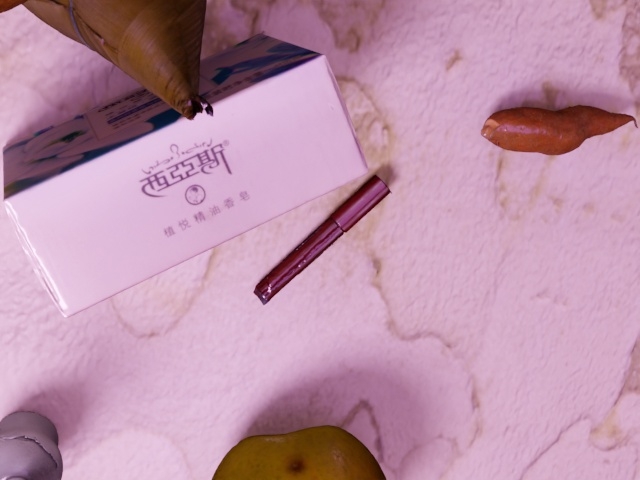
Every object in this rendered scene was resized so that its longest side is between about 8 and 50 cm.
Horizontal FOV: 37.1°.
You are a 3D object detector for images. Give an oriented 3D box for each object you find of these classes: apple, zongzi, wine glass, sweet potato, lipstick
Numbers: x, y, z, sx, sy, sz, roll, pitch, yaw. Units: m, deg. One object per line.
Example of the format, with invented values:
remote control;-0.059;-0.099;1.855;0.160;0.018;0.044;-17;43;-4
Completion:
apple;-0.020;0.270;0.965;0.196;0.196;0.156;-4;77;-16
zongzi;-0.111;-0.233;0.767;0.228;0.256;0.115;-50;146;-3
wine glass;-0.274;0.224;0.863;0.079;0.195;0.079;-3;104;-13
sweet potato;0.257;-0.119;1.015;0.195;0.056;0.056;-8;107;-20
lipstick;0.000;0.000;0.981;0.176;0.027;0.027;-42;112;-1

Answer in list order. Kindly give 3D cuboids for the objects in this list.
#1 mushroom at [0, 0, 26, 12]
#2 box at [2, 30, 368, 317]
mushroom;-0.276;-0.319;0.652;0.260;0.345;0.345;4;104;-34
box;-0.126;-0.070;0.825;0.274;0.203;0.116;-26;112;-9
